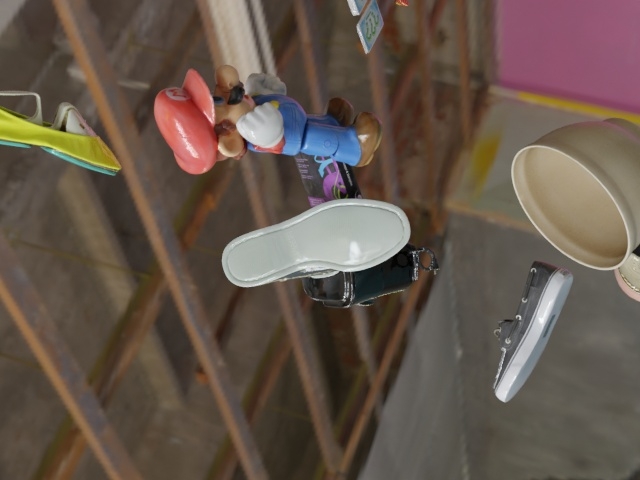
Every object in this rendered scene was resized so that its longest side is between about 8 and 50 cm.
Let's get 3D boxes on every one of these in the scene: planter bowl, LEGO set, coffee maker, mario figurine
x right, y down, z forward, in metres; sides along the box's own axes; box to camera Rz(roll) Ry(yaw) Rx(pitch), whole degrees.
[{"bbox_3d":[0.303,-0.065,1.333,0.109,0.162,0.162,-38,-31,-20],"label":"planter bowl"},{"bbox_3d":[0.097,-0.413,1.796,0.244,0.060,0.182,-63,-37,-42],"label":"LEGO set"},{"bbox_3d":[0.081,0.046,2.172,0.178,0.171,0.120,-14,-101,-49],"label":"coffee maker"},{"bbox_3d":[-0.072,-0.181,1.677,0.320,0.198,0.170,1,-106,-33],"label":"mario figurine"}]

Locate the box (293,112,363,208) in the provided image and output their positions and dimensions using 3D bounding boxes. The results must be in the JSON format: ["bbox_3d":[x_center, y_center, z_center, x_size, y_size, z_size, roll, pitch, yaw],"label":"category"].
[{"bbox_3d":[0.003,-0.118,1.902,0.029,0.116,0.162,-29,-70,-29],"label":"box"}]

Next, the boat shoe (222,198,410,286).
[{"bbox_3d":[0.000,0.000,1.884,0.091,0.302,0.114,-13,-86,-70],"label":"boat shoe"}]

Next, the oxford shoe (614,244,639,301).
[{"bbox_3d":[0.574,-0.030,1.597,0.140,0.397,0.146,66,-174,20],"label":"oxford shoe"}]

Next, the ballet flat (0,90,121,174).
[{"bbox_3d":[-0.352,-0.145,1.570,0.231,0.077,0.077,14,-83,-28],"label":"ballet flat"}]

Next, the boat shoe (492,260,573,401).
[{"bbox_3d":[0.311,0.137,1.919,0.080,0.076,0.228,-6,-59,-60],"label":"boat shoe"}]
